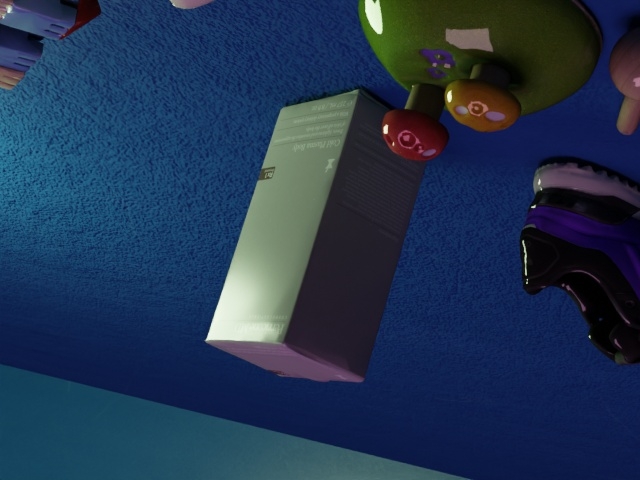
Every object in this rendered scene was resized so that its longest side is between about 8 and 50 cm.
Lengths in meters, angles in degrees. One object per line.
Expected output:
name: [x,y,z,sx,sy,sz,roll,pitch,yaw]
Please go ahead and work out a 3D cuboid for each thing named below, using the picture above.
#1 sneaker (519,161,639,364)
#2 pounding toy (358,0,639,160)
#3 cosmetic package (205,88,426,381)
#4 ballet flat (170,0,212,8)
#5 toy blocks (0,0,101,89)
sneaker: [0.305,0.050,1.286,0.293,0.146,0.102,21,162,-5]
pounding toy: [0.128,-0.108,1.061,0.236,0.110,0.183,18,162,3]
cosmetic package: [0.000,0.000,1.294,0.107,0.238,0.127,31,158,-33]
ballet flat: [-0.113,-0.224,0.937,0.342,0.124,0.116,21,164,-6]
toy blocks: [-0.334,-0.207,1.177,0.260,0.191,0.381,14,165,-24]
